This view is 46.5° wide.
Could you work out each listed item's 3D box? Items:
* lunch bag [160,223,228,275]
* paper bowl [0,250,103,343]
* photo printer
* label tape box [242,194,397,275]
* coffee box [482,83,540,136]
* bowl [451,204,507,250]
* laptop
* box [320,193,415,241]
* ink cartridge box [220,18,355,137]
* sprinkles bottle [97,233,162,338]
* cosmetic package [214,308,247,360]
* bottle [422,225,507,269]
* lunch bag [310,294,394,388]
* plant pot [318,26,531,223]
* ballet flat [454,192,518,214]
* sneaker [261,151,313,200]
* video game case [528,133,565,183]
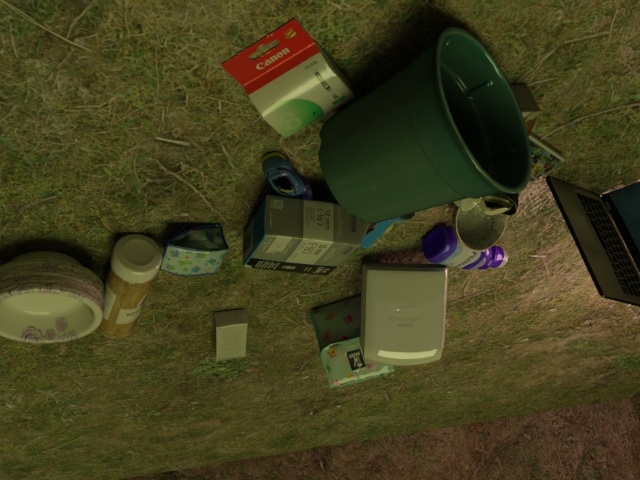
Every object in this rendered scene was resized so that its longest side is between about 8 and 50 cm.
[{"bbox_3d":[-0.326,0.028,1.888,0.151,0.096,0.129,-9,150,-27],"label":"lunch bag"},{"bbox_3d":[-0.686,0.133,1.853,0.284,0.148,0.284,-7,146,-5],"label":"paper bowl"},{"bbox_3d":[0.244,0.221,2.209,0.256,0.307,0.107,2,-169,0],"label":"photo printer"},{"bbox_3d":[0.000,0.000,1.866,0.348,0.115,0.249,8,158,-16],"label":"label tape box"},{"bbox_3d":[0.392,-0.237,1.732,0.141,0.098,0.246,-4,142,-13],"label":"coffee box"},{"bbox_3d":[0.415,-0.062,2.026,0.170,0.080,0.170,-6,103,-25],"label":"bowl"},{"bbox_3d":[0.872,-0.039,1.980,0.408,0.382,0.236,13,139,-36],"label":"laptop"},{"bbox_3d":[0.113,-0.074,1.947,0.233,0.044,0.159,20,135,-42],"label":"box"},{"bbox_3d":[-0.060,-0.316,1.492,0.181,0.056,0.225,-27,148,20],"label":"ink cartridge box"},{"bbox_3d":[-0.509,0.127,1.950,0.121,0.121,0.355,3,145,-25],"label":"sprinkles bottle"},{"bbox_3d":[-0.288,0.301,2.367,0.099,0.060,0.239,-8,148,-14],"label":"cosmetic package"},{"bbox_3d":[0.433,0.031,2.192,0.283,0.092,0.118,12,141,-35],"label":"bottle"},{"bbox_3d":[0.104,0.326,2.369,0.223,0.262,0.160,-16,148,5],"label":"lunch bag"},{"bbox_3d":[0.198,-0.201,1.522,0.334,0.341,0.341,-22,150,38],"label":"plant pot"},{"bbox_3d":[0.401,-0.120,1.898,0.280,0.096,0.095,9,148,-26],"label":"ballet flat"},{"bbox_3d":[-0.074,-0.125,1.761,0.069,0.082,0.209,-25,148,13],"label":"sneaker"},{"bbox_3d":[0.505,-0.197,1.929,0.201,0.023,0.183,21,135,-41],"label":"video game case"}]
